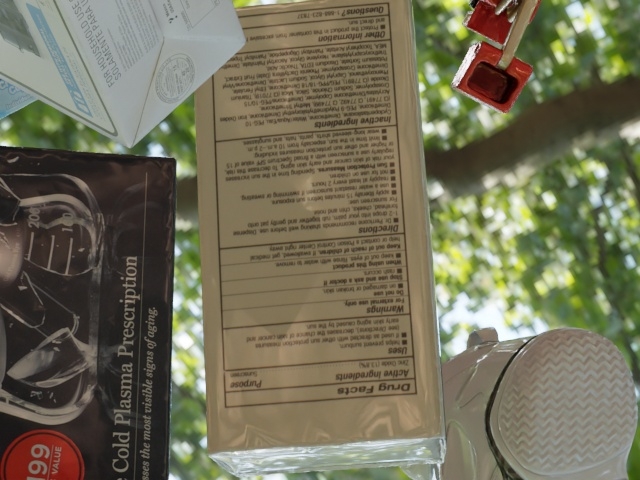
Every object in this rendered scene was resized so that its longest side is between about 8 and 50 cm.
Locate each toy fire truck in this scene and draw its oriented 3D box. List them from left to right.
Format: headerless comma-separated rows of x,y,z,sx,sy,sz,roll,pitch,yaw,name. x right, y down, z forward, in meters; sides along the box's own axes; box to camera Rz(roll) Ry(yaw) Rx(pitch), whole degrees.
0.160,-0.200,1.266,0.192,0.047,0.135,-63,-171,6,toy fire truck

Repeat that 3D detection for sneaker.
0.155,0.246,1.340,0.210,0.137,0.365,-169,-94,-68,sneaker

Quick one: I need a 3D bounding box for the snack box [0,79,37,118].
-0.292,-0.260,1.675,0.322,0.187,0.060,-32,-156,-22,snack box

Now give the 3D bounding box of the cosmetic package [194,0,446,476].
0.000,0.000,1.056,0.153,0.129,0.296,-3,-106,5,cosmetic package

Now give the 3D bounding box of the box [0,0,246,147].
-0.186,-0.177,0.804,0.290,0.169,0.087,29,-116,33,box

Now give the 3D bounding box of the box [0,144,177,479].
-0.292,0.103,1.397,0.313,0.179,0.343,3,-111,-10,box
